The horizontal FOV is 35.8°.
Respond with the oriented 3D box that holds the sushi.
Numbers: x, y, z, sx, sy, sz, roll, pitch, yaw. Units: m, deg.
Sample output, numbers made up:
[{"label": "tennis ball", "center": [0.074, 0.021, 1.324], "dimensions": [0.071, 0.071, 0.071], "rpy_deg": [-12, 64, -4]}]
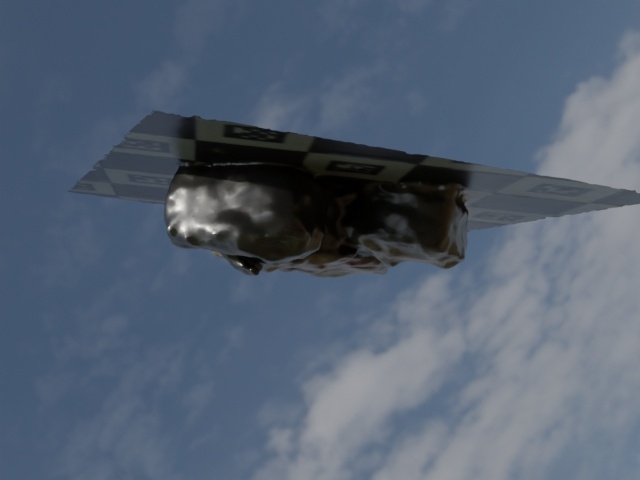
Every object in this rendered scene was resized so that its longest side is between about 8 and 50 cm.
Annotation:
[{"label": "sushi", "center": [0.000, 0.000, 0.685], "dimensions": [0.320, 0.339, 0.068], "rpy_deg": [8, -97, -22]}]
